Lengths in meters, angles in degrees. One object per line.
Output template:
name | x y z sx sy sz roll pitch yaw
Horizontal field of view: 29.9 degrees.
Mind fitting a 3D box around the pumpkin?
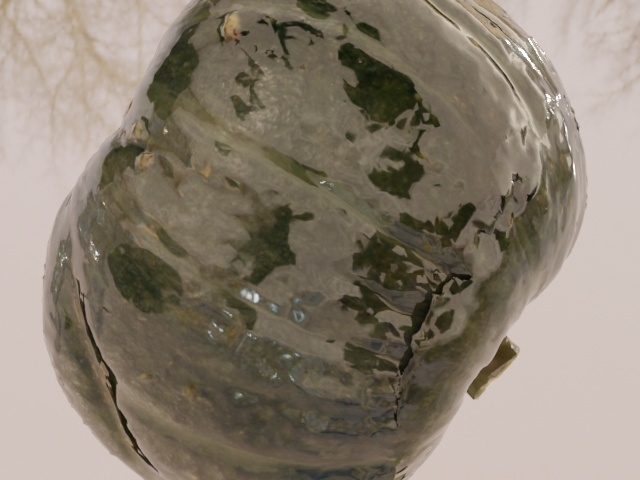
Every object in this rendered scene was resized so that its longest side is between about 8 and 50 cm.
pumpkin | 0.000 0.000 0.686 0.257 0.327 0.291 33 -156 6
